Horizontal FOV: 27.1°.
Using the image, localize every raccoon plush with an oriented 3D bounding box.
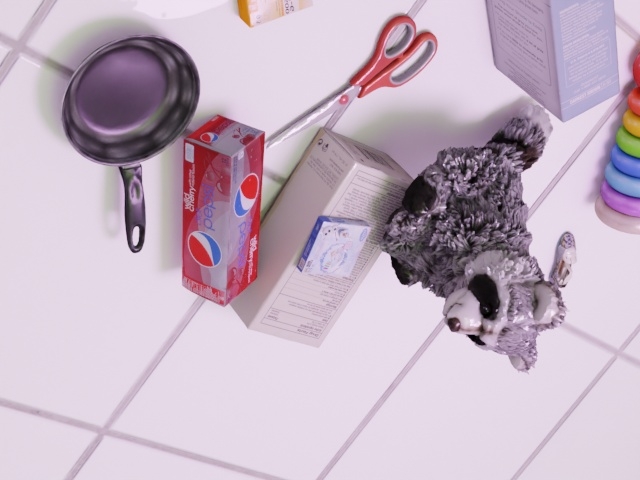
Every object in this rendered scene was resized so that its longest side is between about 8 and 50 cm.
[{"bbox_3d":[0.307,-0.021,1.997,0.446,0.299,0.216,-45,159,-21],"label":"raccoon plush"}]

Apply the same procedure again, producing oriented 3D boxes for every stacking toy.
[{"bbox_3d":[0.564,-0.181,2.282,0.141,0.141,0.330,-12,123,-26],"label":"stacking toy"}]

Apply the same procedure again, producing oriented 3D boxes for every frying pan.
[{"bbox_3d":[-0.237,-0.147,1.810,0.197,0.053,0.326,-32,137,-10],"label":"frying pan"}]

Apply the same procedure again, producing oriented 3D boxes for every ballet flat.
[{"bbox_3d":[0.449,0.040,2.425,0.041,0.041,0.114,-11,128,-27],"label":"ballet flat"}]

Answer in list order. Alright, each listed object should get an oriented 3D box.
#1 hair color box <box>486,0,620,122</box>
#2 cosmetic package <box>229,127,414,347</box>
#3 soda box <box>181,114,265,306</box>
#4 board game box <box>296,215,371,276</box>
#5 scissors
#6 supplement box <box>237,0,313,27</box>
[{"bbox_3d":[0.324,-0.376,1.916,0.113,0.185,0.374,-28,134,-12],"label":"hair color box"},{"bbox_3d":[0.000,0.000,2.039,0.160,0.113,0.309,20,111,-42],"label":"cosmetic package"},{"bbox_3d":[-0.142,-0.041,1.911,0.092,0.083,0.263,-43,148,-47],"label":"soda box"},{"bbox_3d":[0.020,0.010,1.966,0.090,0.020,0.090,7,118,-36],"label":"board game box"},{"bbox_3d":[0.052,-0.214,1.974,0.297,0.021,0.109,-45,137,2],"label":"scissors"},{"bbox_3d":[-0.062,-0.334,1.793,0.098,0.036,0.062,-24,133,-18],"label":"supplement box"}]
